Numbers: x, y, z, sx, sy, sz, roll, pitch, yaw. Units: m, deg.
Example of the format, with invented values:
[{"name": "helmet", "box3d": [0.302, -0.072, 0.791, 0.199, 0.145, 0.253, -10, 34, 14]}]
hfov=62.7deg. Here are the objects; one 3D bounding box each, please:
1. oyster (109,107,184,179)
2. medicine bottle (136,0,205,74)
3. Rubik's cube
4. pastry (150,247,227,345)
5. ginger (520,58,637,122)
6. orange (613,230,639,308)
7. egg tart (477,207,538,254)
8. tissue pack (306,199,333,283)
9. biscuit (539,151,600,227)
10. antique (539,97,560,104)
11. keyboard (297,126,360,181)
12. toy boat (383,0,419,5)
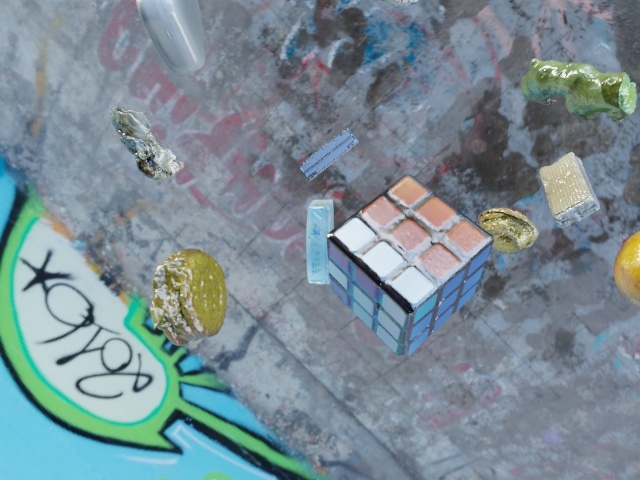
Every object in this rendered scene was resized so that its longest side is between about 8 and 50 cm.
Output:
[{"name": "oyster", "box3d": [-0.480, -0.254, 1.416, 0.232, 0.107, 0.161, 48, 165, -27]}, {"name": "medicine bottle", "box3d": [-0.421, -0.658, 1.477, 0.123, 0.375, 0.282, -18, 144, 4]}, {"name": "Rubik's cube", "box3d": [0.120, 0.037, 0.738, 0.163, 0.161, 0.162, 43, 159, 24]}, {"name": "pastry", "box3d": [-0.322, 0.135, 1.319, 0.132, 0.240, 0.235, -10, 152, 4]}, {"name": "ginger", "box3d": [0.582, -0.345, 1.211, 0.089, 0.137, 0.290, -51, 48, -3]}, {"name": "orange", "box3d": [0.830, 0.067, 1.278, 0.219, 0.219, 0.193, -53, 53, 33]}, {"name": "egg tart", "box3d": [0.549, -0.022, 1.567, 0.191, 0.074, 0.191, 27, 156, 13]}, {"name": "tissue pack", "box3d": [0.000, 0.000, 1.789, 0.089, 0.177, 0.263, -1, 102, 5]}, {"name": "biscuit", "box3d": [0.641, -0.135, 1.367, 0.108, 0.239, 0.062, -34, 115, 32]}, {"name": "antique", "box3d": [0.642, -0.434, 1.482, 0.104, 0.104, 0.104, 10, 117, 20]}, {"name": "keyboard", "box3d": [0.026, -0.268, 1.642, 0.202, 0.011, 0.067, -38, 82, -1]}, {"name": "toy boat", "box3d": [0.242, -0.858, 1.730, 0.208, 0.079, 0.134, 15, 84, -14]}]
